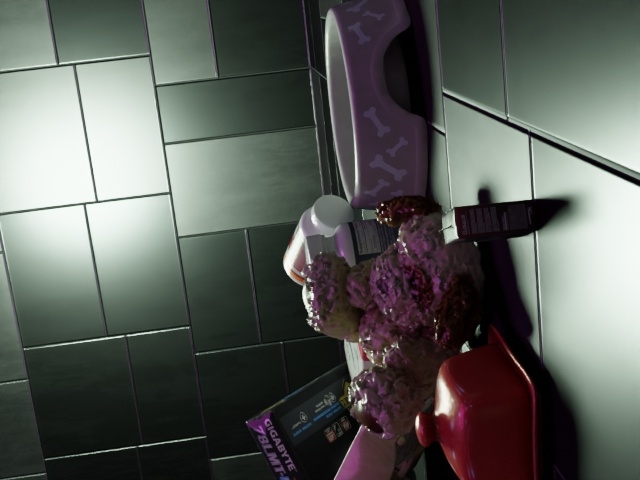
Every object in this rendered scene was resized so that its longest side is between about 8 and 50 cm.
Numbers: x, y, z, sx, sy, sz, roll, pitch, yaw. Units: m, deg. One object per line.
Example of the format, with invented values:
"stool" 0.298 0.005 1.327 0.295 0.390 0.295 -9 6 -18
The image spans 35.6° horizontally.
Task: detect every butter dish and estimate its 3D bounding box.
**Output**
"butter dish" 0.156 0.187 1.025 0.160 0.118 0.160 -108 12 -70

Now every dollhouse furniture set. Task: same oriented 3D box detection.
"dollhouse furniture set" 0.164 0.337 1.456 0.303 0.174 0.355 -19 -42 -58

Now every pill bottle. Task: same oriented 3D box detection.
"pill bottle" 0.071 0.023 1.461 0.108 0.180 0.108 172 90 -86
"pill bottle" 0.000 0.000 1.562 0.152 0.086 0.086 116 150 -51

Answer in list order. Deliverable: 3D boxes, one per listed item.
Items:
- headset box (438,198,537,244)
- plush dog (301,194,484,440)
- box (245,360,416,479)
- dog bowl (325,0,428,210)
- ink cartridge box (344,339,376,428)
"headset box" 0.154 -0.016 0.937 0.062 0.083 0.032 125 138 -83
"plush dog" 0.120 0.072 1.176 0.262 0.210 0.225 64 147 37
"box" 0.039 0.378 1.687 0.295 0.073 0.293 -20 -100 -59
"dog bowl" 0.078 -0.205 1.519 0.349 0.102 0.349 172 90 -87
"ink cartridge box" 0.107 0.163 1.629 0.207 0.117 0.283 -101 6 -45
